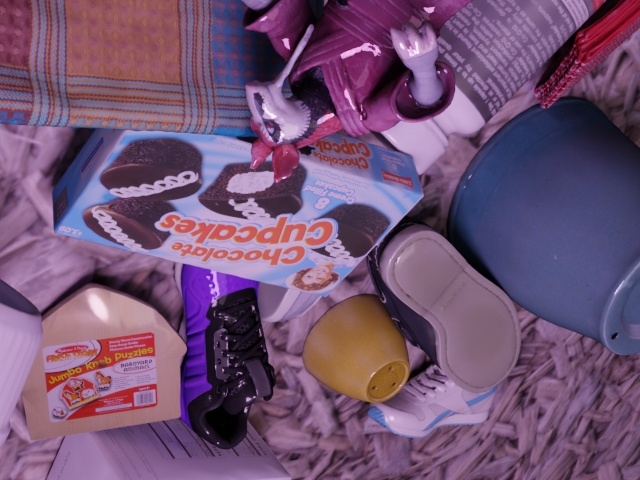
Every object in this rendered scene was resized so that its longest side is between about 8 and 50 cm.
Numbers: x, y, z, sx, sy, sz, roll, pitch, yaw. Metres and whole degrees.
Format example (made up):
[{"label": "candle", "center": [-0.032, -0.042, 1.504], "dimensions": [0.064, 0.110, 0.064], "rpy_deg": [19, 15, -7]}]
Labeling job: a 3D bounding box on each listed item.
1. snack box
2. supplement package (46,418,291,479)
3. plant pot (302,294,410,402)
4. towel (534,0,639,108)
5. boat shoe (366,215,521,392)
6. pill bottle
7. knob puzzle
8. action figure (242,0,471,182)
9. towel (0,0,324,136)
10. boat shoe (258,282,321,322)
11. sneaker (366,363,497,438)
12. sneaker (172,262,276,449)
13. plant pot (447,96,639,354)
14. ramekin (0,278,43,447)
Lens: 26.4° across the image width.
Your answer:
[{"label": "snack box", "center": [-0.081, -0.046, 1.360], "dimensions": [0.322, 0.060, 0.187], "rpy_deg": [14, 136, -31]}, {"label": "supplement package", "center": [-0.183, 0.294, 1.621], "dimensions": [0.244, 0.134, 0.139], "rpy_deg": [4, 121, -41]}, {"label": "plant pot", "center": [0.059, 0.149, 1.727], "dimensions": [0.134, 0.095, 0.134], "rpy_deg": [-22, 134, -24]}, {"label": "towel", "center": [0.343, -0.248, 1.570], "dimensions": [0.199, 0.031, 0.275], "rpy_deg": [-40, 176, -5]}, {"label": "boat shoe", "center": [0.144, 0.073, 1.722], "dimensions": [0.127, 0.113, 0.340], "rpy_deg": [-48, 135, -1]}, {"label": "pill bottle", "center": [0.155, -0.217, 1.448], "dimensions": [0.283, 0.161, 0.161], "rpy_deg": [-46, 140, 2]}, {"label": "knob puzzle", "center": [-0.243, 0.124, 1.496], "dimensions": [0.213, 0.030, 0.213], "rpy_deg": [-8, 124, -13]}, {"label": "action figure", "center": [0.054, -0.209, 1.204], "dimensions": [0.370, 0.248, 0.276], "rpy_deg": [-53, 155, 10]}, {"label": "towel", "center": [-0.136, -0.227, 1.181], "dimensions": [0.370, 0.040, 0.271], "rpy_deg": [-2, 91, -42]}, {"label": "boat shoe", "center": [0.000, 0.001, 1.579], "dimensions": [0.081, 0.079, 0.227], "rpy_deg": [8, 123, -53]}, {"label": "sneaker", "center": [0.153, 0.208, 1.872], "dimensions": [0.229, 0.087, 0.092], "rpy_deg": [-7, 121, -44]}, {"label": "sneaker", "center": [-0.096, 0.113, 1.530], "dimensions": [0.102, 0.146, 0.293], "rpy_deg": [-13, 131, -32]}, {"label": "plant pot", "center": [0.344, -0.001, 1.713], "dimensions": [0.272, 0.255, 0.271], "rpy_deg": [-22, 135, -25]}, {"label": "ramekin", "center": [-0.368, 0.063, 1.190], "dimensions": [0.273, 0.273, 0.127], "rpy_deg": [34, 87, -49]}]
